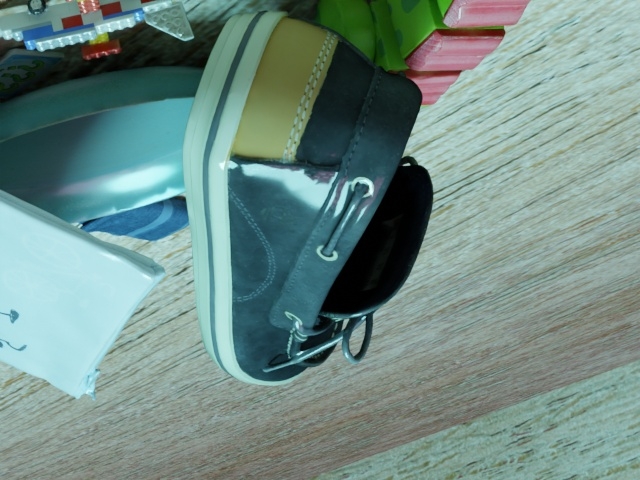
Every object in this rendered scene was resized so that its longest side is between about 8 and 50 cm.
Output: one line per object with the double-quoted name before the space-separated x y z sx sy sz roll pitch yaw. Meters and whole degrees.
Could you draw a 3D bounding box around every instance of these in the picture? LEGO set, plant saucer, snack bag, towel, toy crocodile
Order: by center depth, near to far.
"LEGO set" -0.213 -0.136 1.087 0.182 0.060 0.244 -1 160 -46
"toy crocodile" 0.084 -0.160 1.138 0.115 0.105 0.340 -5 163 -23
"snack bag" -0.294 -0.003 1.204 0.343 0.037 0.323 26 152 -8
"plant saucer" -0.182 -0.074 1.286 0.318 0.043 0.317 -15 170 -3
"towel" -0.175 -0.023 1.531 0.067 0.029 0.119 -23 161 28

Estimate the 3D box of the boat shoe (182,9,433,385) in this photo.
"boat shoe" 0.000 0.000 1.228 0.156 0.186 0.500 16 157 7
